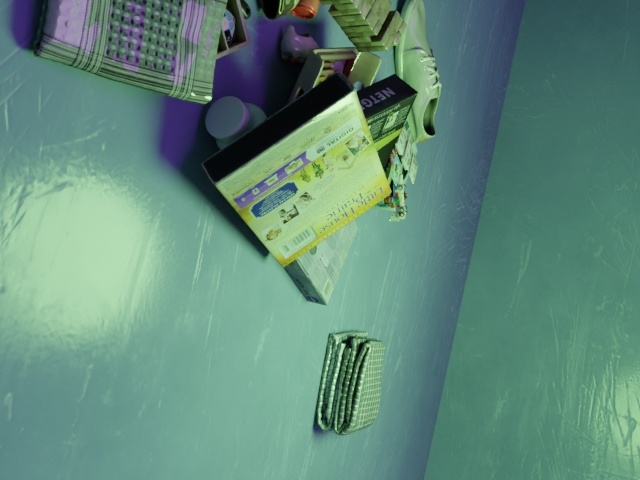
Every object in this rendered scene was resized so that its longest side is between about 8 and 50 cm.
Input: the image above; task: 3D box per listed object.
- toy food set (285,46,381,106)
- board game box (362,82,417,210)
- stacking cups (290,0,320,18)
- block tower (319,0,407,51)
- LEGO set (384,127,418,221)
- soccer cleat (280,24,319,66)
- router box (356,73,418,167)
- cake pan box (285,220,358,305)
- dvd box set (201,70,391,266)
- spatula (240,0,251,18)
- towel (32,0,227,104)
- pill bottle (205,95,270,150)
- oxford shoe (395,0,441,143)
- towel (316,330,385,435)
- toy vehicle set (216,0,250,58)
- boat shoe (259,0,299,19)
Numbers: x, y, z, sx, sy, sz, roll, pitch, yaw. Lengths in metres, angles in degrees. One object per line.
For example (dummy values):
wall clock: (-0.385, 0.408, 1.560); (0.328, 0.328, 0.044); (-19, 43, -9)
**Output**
toy food set: (0.023, -0.311, 1.623); (0.306, 0.092, 0.220); (-28, 148, -60)
board game box: (0.169, -0.258, 2.034); (0.224, 0.097, 0.303); (-69, 151, -24)
stacking cups: (-0.001, -0.638, 1.575); (0.096, 0.096, 0.316); (22, 83, -64)
block tower: (0.055, -0.530, 1.522); (0.335, 0.097, 0.091); (40, 69, -42)
LEGO set: (0.211, -0.173, 2.012); (0.182, 0.060, 0.244); (59, 39, -50)
soccer cleat: (-0.023, -0.420, 1.620); (0.196, 0.068, 0.076); (6, 90, -61)
router box: (0.062, -0.218, 1.638); (0.309, 0.081, 0.243); (-32, 157, -37)
cake pan box: (0.000, 0.000, 1.806); (0.246, 0.070, 0.267); (-66, 151, -23)
dvd box set: (-0.025, -0.122, 1.465); (0.307, 0.062, 0.420); (-34, 153, 0)
spatula: (-0.197, -0.486, 1.276); (0.296, 0.030, 0.084); (42, 58, -60)
towel: (-0.250, -0.390, 1.076); (0.312, 0.056, 0.324); (8, 93, -48)
pill bottle: (-0.138, -0.201, 1.400); (0.186, 0.112, 0.112); (35, 67, -62)
oxford shoe: (0.301, -0.506, 2.185); (0.169, 0.130, 0.449); (-29, 123, -57)
towel: (0.101, 0.408, 2.088); (0.235, 0.121, 0.284); (16, 84, -65)
toy vehicle set: (-0.217, -0.422, 1.173); (0.166, 0.035, 0.267); (-36, 125, -35)
boat shoe: (-0.100, -0.544, 1.389); (0.095, 0.095, 0.257); (-55, 145, -31)
